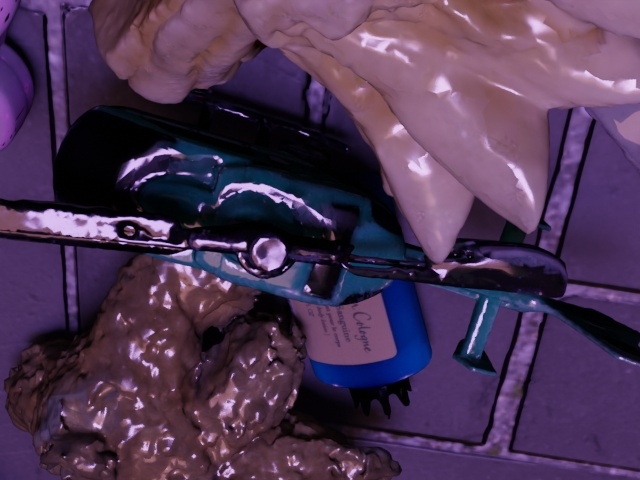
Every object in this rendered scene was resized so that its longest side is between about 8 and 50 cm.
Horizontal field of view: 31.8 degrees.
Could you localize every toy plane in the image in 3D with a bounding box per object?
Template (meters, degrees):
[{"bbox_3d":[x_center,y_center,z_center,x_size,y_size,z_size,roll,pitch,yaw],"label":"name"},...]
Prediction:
[{"bbox_3d":[0.000,0.000,0.628,0.382,0.155,0.106,17,102,-9],"label":"toy plane"}]

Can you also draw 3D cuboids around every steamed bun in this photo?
[{"bbox_3d":[0.047,-0.146,0.488,0.189,0.247,0.428,22,141,-22],"label":"steamed bun"}]

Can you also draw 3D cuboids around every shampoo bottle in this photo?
[{"bbox_3d":[0.023,0.042,0.766,0.087,0.050,0.183,-10,123,12],"label":"shampoo bottle"}]

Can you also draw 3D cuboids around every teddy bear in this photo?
[{"bbox_3d":[-0.078,0.143,0.787,0.256,0.156,0.267,33,129,-21],"label":"teddy bear"}]

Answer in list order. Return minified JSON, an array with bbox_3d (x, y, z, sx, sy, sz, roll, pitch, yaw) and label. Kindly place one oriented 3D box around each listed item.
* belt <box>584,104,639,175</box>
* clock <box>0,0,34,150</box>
[{"bbox_3d":[0.203,-0.103,0.578,0.126,0.139,0.230,-31,113,28],"label":"belt"},{"bbox_3d":[-0.282,-0.162,0.646,0.228,0.090,0.248,0,127,10],"label":"clock"}]
